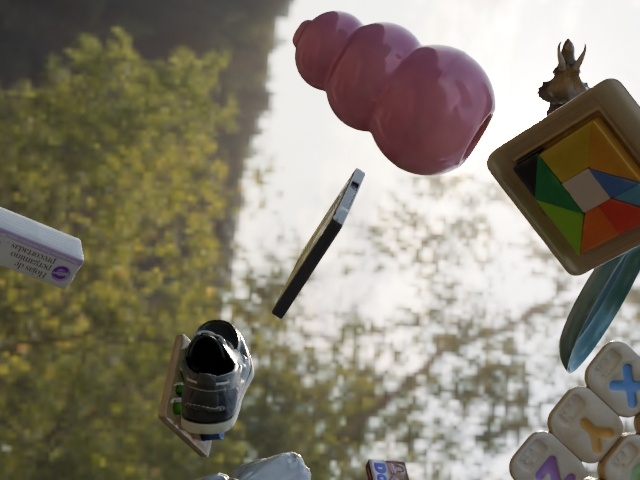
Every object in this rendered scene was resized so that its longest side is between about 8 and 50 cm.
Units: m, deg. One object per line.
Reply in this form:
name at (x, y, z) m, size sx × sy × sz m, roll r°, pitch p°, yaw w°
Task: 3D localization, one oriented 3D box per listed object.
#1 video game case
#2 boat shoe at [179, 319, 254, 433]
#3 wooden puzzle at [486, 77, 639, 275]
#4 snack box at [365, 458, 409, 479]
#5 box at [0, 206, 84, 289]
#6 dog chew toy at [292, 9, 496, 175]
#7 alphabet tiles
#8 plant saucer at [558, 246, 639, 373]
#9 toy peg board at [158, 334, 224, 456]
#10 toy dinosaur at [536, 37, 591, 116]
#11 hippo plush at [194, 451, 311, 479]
video game case at (0.000, 0.000, 2.239) m, size 0.196 × 0.026 × 0.274 m, roll -57°, pitch -176°, yaw 23°
boat shoe at (-0.124, 0.142, 1.581) m, size 0.233 × 0.084 × 0.079 m, roll -90°, pitch 176°, yaw -70°
wooden puzzle at (0.368, -0.077, 1.817) m, size 0.239 × 0.221 × 0.044 m, roll -34°, pitch -174°, yaw 42°
snack box at (0.117, 0.417, 2.086) m, size 0.178 × 0.064 × 0.022 m, roll -103°, pitch -154°, yaw -49°
box at (-0.505, -0.021, 1.963) m, size 0.063 × 0.324 × 0.067 m, roll -53°, pitch -147°, yaw 21°
dog chew toy at (0.103, -0.244, 2.083) m, size 0.206 × 0.332 × 0.206 m, roll -55°, pitch 169°, yaw -17°
alphabet tiles at (0.325, 0.243, 1.277) m, size 0.284 × 0.278 × 0.021 m, roll -48°, pitch -168°, yaw -9°
plant saucer at (0.536, 0.107, 2.546) m, size 0.317 × 0.044 × 0.317 m, roll -49°, pitch 158°, yaw -28°
toy peg board at (-0.194, 0.267, 2.311) m, size 0.160 × 0.079 × 0.161 m, roll 54°, pitch 37°, yaw -47°
toy dinosaur at (0.428, -0.162, 2.119) m, size 0.313 × 0.121 × 0.160 m, roll 57°, pitch 4°, yaw -2°
hippo plush at (-0.096, 0.405, 1.639) m, size 0.294 × 0.234 × 0.236 m, roll 147°, pitch -75°, yaw -70°
